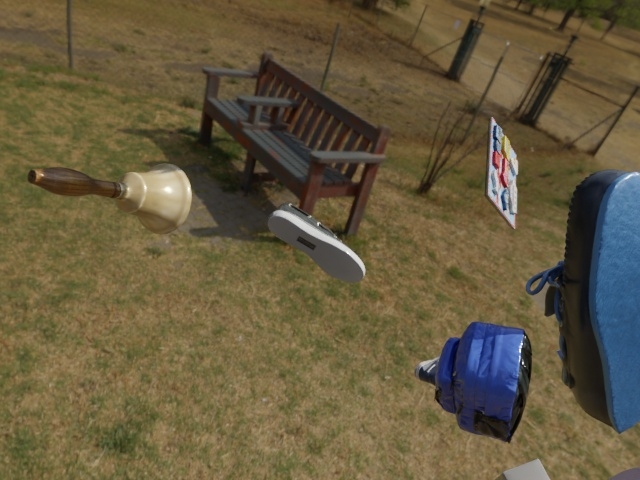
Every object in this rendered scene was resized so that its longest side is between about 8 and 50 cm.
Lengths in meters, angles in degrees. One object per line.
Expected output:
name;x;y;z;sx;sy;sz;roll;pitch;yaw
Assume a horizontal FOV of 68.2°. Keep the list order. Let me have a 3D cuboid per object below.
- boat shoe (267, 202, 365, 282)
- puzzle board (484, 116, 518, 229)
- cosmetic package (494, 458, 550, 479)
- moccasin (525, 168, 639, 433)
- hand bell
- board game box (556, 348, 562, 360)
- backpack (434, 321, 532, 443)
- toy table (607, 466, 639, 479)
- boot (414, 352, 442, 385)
boat shoe;0.000;0.000;0.600;0.142;0.049;0.040;35;41;-8
puzzle board;0.254;-0.093;0.655;0.096;0.011;0.128;34;58;-40
cosmetic package;0.507;0.643;1.082;0.107;0.127;0.238;-21;53;-5
moccasin;0.315;0.081;0.565;0.137;0.342;0.117;-20;24;-18
hand bell;-0.325;-0.080;0.724;0.126;0.126;0.242;34;10;22
board game box;0.672;0.309;1.213;0.020;0.090;0.090;6;58;-62
backpack;0.180;0.152;0.525;0.101;0.120;0.098;8;47;18
toy table;0.607;0.574;0.871;0.160;0.274;0.252;32;22;-7
boot;0.366;0.365;1.349;0.189;0.069;0.086;-17;14;-28
